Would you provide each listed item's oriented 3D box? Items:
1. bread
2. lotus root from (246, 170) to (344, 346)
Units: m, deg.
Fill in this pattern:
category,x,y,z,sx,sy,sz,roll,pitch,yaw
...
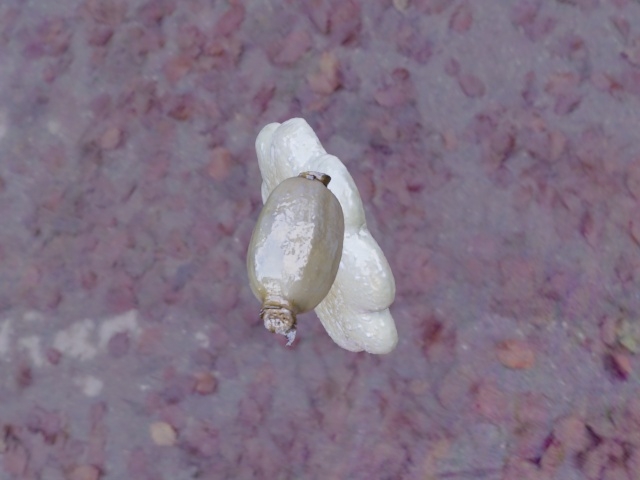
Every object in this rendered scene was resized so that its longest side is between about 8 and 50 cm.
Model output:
category,x,y,z,sx,sy,sz,roll,pitch,yaw
bread,0.000,0.000,1.389,0.054,0.316,0.316,-22,61,-16
lotus root,-0.019,0.007,0.915,0.062,0.073,0.150,-31,39,51
